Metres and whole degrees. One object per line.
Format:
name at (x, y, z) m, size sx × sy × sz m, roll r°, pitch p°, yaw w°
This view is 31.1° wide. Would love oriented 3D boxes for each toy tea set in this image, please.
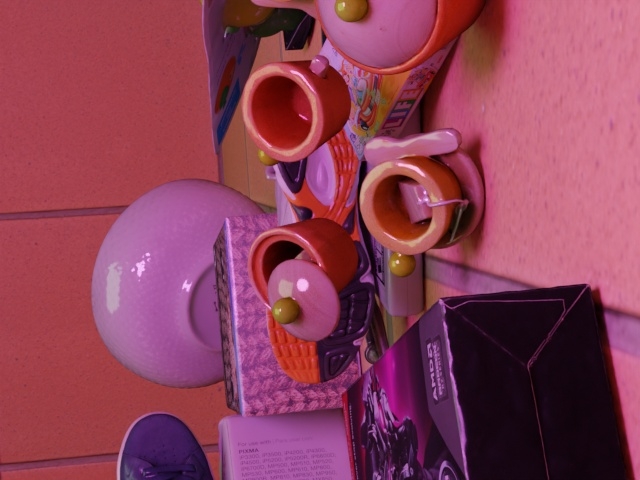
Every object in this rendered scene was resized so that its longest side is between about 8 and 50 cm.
toy tea set at (0.007, -0.077, 0.788) m, size 0.124 × 0.200 × 0.336 m, roll -29°, pitch -57°, yaw -51°

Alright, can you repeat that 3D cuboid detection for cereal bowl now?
cereal bowl at (-0.180, 0.079, 1.805) m, size 0.141 × 0.339 × 0.339 m, roll 20°, pitch 117°, yaw 51°

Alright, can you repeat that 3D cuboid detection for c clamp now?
c clamp at (0.055, 0.104, 1.116) m, size 0.160 × 0.022 × 0.137 m, roll -116°, pitch 11°, yaw -75°

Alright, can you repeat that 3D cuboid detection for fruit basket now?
fruit basket at (-0.038, -0.284, 1.034) m, size 0.353 × 0.165 × 0.327 m, roll 84°, pitch -158°, yaw -67°

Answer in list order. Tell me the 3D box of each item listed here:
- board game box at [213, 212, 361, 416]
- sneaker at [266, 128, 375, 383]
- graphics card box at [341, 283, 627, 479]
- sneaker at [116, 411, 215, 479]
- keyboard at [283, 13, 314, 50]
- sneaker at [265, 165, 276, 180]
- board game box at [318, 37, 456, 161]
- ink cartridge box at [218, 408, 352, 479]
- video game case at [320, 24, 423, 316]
board game box at (-0.049, 0.097, 1.448) m, size 0.291 × 0.141 × 0.232 m, roll 138°, pitch 127°, yaw -79°
sneaker at (0.000, 0.000, 1.075) m, size 0.121 × 0.099 × 0.262 m, roll -134°, pitch 46°, yaw -88°
graphics card box at (0.093, 0.182, 0.746) m, size 0.371 × 0.094 × 0.233 m, roll 120°, pitch 145°, yaw -73°
sneaker at (-0.164, 0.362, 1.381) m, size 0.148 × 0.131 × 0.350 m, roll 120°, pitch 140°, yaw -60°
keyboard at (-0.046, -0.405, 1.537) m, size 0.201 × 0.033 × 0.317 m, roll 135°, pitch 131°, yaw -70°
sneaker at (-0.025, -0.126, 1.366) m, size 0.185 × 0.084 × 0.069 m, roll 97°, pitch 165°, yaw -54°
board game box at (0.048, -0.149, 0.903) m, size 0.103 × 0.026 × 0.154 m, roll 66°, pitch 150°, yaw 25°
ink cartridge box at (-0.028, 0.438, 1.417) m, size 0.279 × 0.160 × 0.384 m, roll 97°, pitch 166°, yaw -48°
video game case at (0.044, -0.130, 1.088) m, size 0.300 × 0.036 × 0.329 m, roll -123°, pitch 29°, yaw -71°
